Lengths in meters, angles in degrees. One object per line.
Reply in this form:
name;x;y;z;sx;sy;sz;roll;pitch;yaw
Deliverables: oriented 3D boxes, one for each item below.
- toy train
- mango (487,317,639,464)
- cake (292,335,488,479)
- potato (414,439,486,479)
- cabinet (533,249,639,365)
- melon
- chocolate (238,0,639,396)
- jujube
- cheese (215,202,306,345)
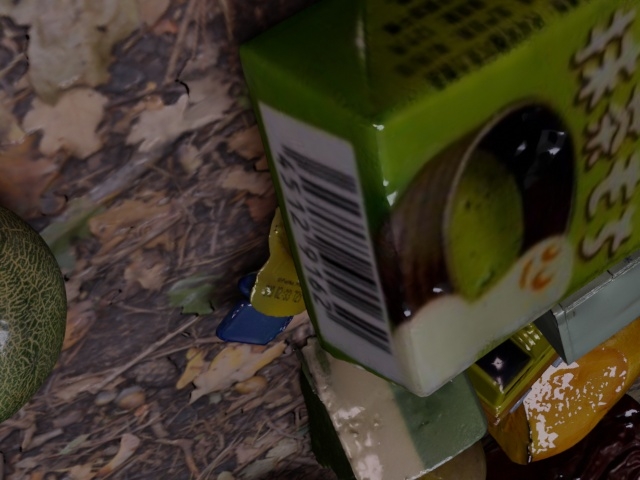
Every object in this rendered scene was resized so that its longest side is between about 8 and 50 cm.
toy train;0.225;0.119;1.187;0.219;0.089;0.127;-44;162;-12
mango;0.328;0.165;1.349;0.257;0.138;0.187;-22;129;-25
cake;0.077;0.218;1.159;0.158;0.172;0.284;-23;148;-14
potato;0.166;0.299;1.398;0.261;0.120;0.100;10;121;-49
cabinet;0.289;-0.006;1.071;0.206;0.145;0.150;-35;148;0
melon;-0.235;0.048;0.677;0.139;0.139;0.192;-9;141;-34
chocolate;0.116;-0.064;0.771;0.288;0.137;0.301;-32;136;-19
jujube;0.356;0.362;1.581;0.342;0.216;0.216;-36;149;-12
cheese;0.000;0.000;0.891;0.156;0.064;0.250;17;119;-50
